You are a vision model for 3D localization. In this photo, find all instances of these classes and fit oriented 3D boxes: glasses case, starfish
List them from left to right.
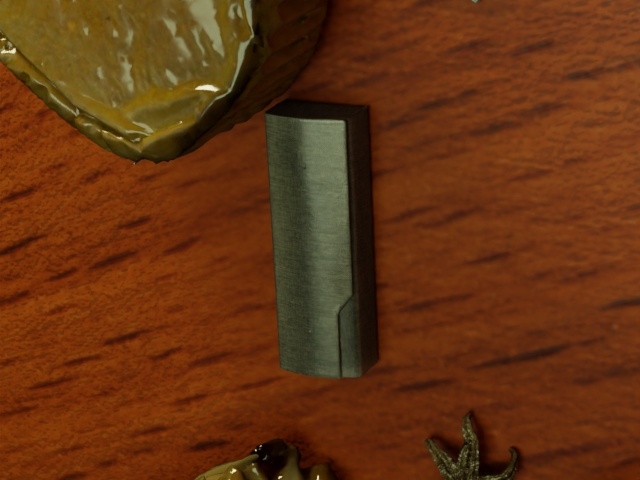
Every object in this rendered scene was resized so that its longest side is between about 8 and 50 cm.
[{"bbox_3d":[0.000,0.000,1.392,0.070,0.047,0.205,8,112,25],"label":"glasses case"},{"bbox_3d":[0.111,0.174,1.411,0.078,0.028,0.091,11,109,28],"label":"starfish"}]

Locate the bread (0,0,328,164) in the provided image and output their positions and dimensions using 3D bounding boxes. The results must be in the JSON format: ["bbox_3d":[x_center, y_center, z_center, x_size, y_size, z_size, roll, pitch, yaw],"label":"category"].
[{"bbox_3d":[-0.127,-0.186,1.334,0.253,0.142,0.227,46,125,9],"label":"bread"}]

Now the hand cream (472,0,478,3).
[{"bbox_3d":[0.033,-0.243,1.284,0.209,0.043,0.067,32,120,8],"label":"hand cream"}]

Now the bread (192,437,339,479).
[{"bbox_3d":[-0.061,0.345,1.480,0.277,0.167,0.324,-28,89,31],"label":"bread"}]
